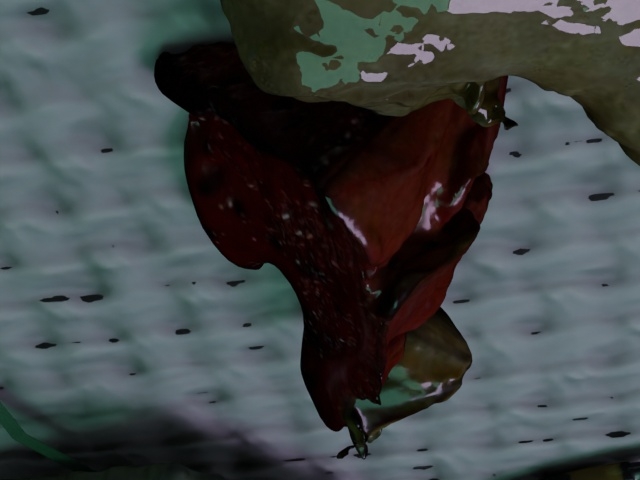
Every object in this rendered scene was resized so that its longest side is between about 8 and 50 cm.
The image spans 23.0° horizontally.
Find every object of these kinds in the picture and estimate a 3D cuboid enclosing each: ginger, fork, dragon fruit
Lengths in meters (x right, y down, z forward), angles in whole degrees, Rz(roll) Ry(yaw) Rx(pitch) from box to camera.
[{"bbox_3d":[0.071,-0.083,0.456,0.213,0.074,0.137,17,122,-16],"label":"ginger"},{"bbox_3d":[-0.125,0.094,0.728,0.039,0.021,0.235,-18,141,40],"label":"fork"},{"bbox_3d":[0.002,0.015,0.569,0.122,0.092,0.192,1,141,0],"label":"dragon fruit"}]

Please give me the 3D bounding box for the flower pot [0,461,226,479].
[{"bbox_3d":[-0.084,0.234,0.747,0.209,0.190,0.239,6,146,2],"label":"flower pot"}]

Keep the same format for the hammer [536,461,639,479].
[{"bbox_3d":[0.141,0.115,0.744,0.201,0.021,0.078,-20,136,24],"label":"hammer"}]
